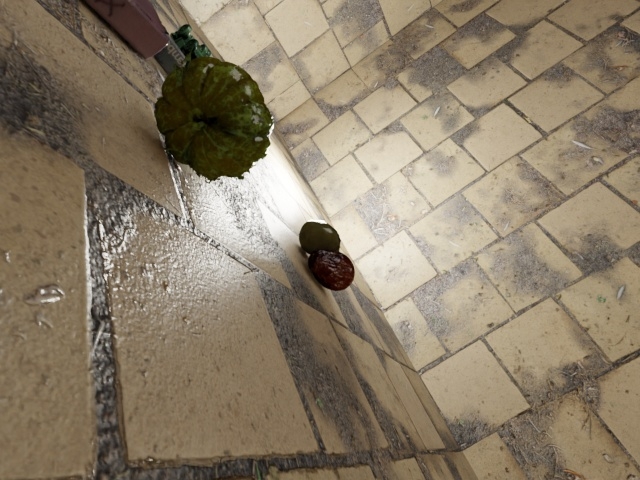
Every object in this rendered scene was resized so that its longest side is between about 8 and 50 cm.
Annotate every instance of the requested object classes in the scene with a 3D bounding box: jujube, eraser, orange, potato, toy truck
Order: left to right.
[{"bbox_3d":[-0.653,-0.773,1.223,0.272,0.122,0.359,58,7,27],"label":"eraser"},{"bbox_3d":[-0.556,-0.680,1.494,0.212,0.092,0.046,53,9,-23],"label":"eraser"},{"bbox_3d":[-0.542,-0.762,1.662,0.155,0.156,0.279,45,14,-52],"label":"toy truck"},{"bbox_3d":[-0.258,-0.309,1.031,0.301,0.300,0.223,35,27,0],"label":"orange"},{"bbox_3d":[0.000,0.000,1.772,0.178,0.160,0.235,32,-8,43],"label":"potato"},{"bbox_3d":[0.040,0.114,1.663,0.236,0.168,0.168,32,23,-41],"label":"jujube"}]
